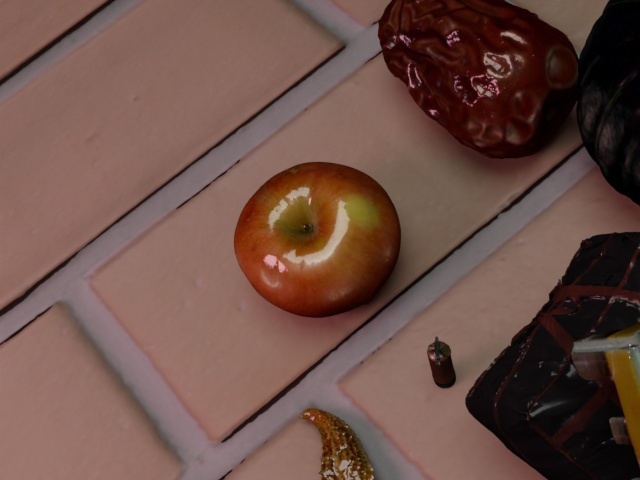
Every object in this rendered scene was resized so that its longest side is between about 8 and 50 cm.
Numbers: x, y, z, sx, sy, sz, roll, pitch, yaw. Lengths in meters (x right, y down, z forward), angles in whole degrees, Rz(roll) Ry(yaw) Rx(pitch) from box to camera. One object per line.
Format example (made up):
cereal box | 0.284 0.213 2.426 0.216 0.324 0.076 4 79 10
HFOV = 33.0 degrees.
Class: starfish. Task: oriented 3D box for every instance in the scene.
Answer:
starfish | 0.020 0.256 0.967 0.227 0.043 0.240 -20 56 0

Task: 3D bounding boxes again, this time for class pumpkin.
pumpkin | 0.379 -0.155 0.984 0.295 0.296 0.296 -6 59 10

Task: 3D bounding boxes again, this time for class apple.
apple | 0.000 0.000 1.066 0.163 0.139 0.163 -4 73 13

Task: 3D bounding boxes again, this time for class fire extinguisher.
fire extinguisher | 0.112 0.114 1.000 0.022 0.083 0.028 -7 60 8

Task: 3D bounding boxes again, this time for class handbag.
handbag | 0.244 0.112 0.911 0.215 0.169 0.155 -50 19 -21

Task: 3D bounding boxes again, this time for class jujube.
jujube | 0.162 -0.185 1.130 0.155 0.155 0.230 -40 51 -11

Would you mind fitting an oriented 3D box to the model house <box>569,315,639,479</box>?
model house | 0.331 0.128 0.744 0.198 0.215 0.224 -17 92 -29
